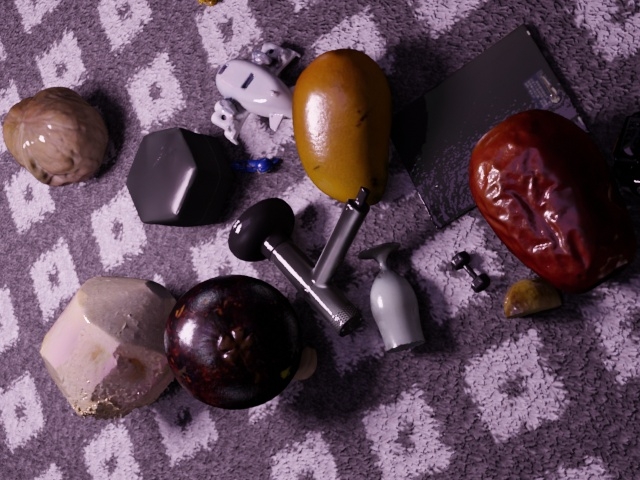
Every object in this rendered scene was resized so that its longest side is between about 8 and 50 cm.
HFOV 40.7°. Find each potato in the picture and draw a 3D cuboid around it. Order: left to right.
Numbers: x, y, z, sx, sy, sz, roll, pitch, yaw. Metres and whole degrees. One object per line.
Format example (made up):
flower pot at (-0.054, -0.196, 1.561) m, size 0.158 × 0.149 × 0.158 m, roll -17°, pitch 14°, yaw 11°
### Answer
potato at (0.363, 0.099, 1.515) m, size 0.096 × 0.103 × 0.066 m, roll -22°, pitch 76°, yaw 27°

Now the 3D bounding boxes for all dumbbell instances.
dumbbell at (0.280, 0.058, 1.611) m, size 0.083 × 0.040 × 0.036 m, roll 52°, pitch 141°, yaw 26°

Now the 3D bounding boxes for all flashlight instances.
flashlight at (-0.148, -0.162, 1.907) m, size 0.121 × 0.057 × 0.035 m, roll 1°, pitch 123°, yaw 38°

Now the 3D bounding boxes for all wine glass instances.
wine glass at (0.139, 0.112, 1.660) m, size 0.093 × 0.093 × 0.202 m, roll -23°, pitch 73°, yaw 28°

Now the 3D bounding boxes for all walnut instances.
walnut at (-0.650, -0.255, 2.123) m, size 0.248 × 0.248 × 0.248 m, roll -4°, pitch 82°, yaw 32°

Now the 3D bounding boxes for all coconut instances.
coconut at (-0.432, 0.219, 1.893) m, size 0.297 × 0.297 × 0.309 m, roll 50°, pitch 115°, yaw 26°

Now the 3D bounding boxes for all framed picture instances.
framed picture at (0.304, -0.214, 1.642) m, size 0.339 × 0.014 × 0.255 m, roll -34°, pitch 68°, yaw 25°

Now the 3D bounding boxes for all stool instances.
stool at (-0.316, -0.138, 1.942) m, size 0.232 × 0.141 × 0.232 m, roll -4°, pitch 83°, yaw 37°

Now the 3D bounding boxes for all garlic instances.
garlic at (-0.036, 0.259, 1.787) m, size 0.083 × 0.041 × 0.053 m, roll -50°, pitch 48°, yaw 9°

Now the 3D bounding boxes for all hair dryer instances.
hair dryer at (0.000, -0.010, 1.716) m, size 0.320 × 0.156 × 0.284 m, roll 36°, pitch 106°, yaw 32°

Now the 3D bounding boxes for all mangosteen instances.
mangosteen at (-0.174, 0.203, 1.731) m, size 0.288 × 0.288 × 0.288 m, roll -4°, pitch 82°, yaw 32°

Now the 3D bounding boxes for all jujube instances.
jujube at (0.392, -0.068, 1.459) m, size 0.223 × 0.223 × 0.318 m, roll -38°, pitch 70°, yaw 23°

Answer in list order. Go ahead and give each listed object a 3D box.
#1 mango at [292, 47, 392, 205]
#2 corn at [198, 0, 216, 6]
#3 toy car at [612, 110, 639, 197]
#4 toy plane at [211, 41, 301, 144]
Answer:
mango at (0.047, -0.221, 1.716) m, size 0.211 × 0.173 × 0.317 m, roll -7°, pitch 92°, yaw 31°
corn at (-0.240, -0.644, 2.001) m, size 0.068 × 0.068 × 0.207 m, roll 22°, pitch 98°, yaw 32°
toy car at (0.620, -0.138, 1.373) m, size 0.301 × 0.118 × 0.193 m, roll 12°, pitch 72°, yaw 37°
toy plane at (-0.129, -0.317, 1.871) m, size 0.245 × 0.117 × 0.244 m, roll -11°, pitch 64°, yaw 22°
